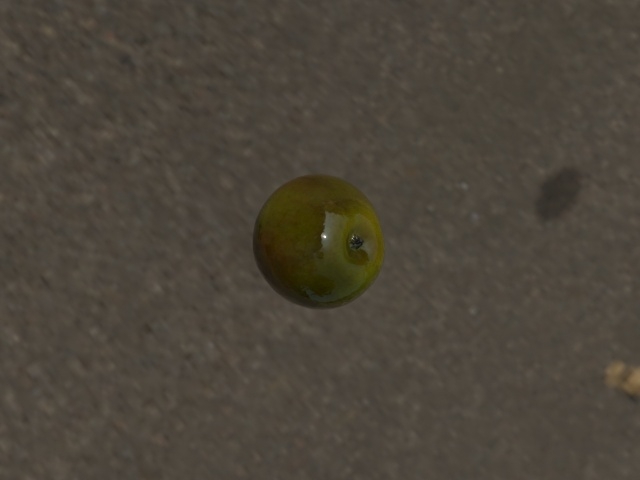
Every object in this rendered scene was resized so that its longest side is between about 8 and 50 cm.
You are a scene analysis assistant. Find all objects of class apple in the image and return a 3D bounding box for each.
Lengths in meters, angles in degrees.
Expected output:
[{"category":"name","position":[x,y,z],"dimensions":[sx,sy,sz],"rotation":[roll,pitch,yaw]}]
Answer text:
[{"category":"apple","position":[0.000,0.000,1.184],"dimensions":[0.089,0.074,0.089],"rotation":[3,86,-44]}]
